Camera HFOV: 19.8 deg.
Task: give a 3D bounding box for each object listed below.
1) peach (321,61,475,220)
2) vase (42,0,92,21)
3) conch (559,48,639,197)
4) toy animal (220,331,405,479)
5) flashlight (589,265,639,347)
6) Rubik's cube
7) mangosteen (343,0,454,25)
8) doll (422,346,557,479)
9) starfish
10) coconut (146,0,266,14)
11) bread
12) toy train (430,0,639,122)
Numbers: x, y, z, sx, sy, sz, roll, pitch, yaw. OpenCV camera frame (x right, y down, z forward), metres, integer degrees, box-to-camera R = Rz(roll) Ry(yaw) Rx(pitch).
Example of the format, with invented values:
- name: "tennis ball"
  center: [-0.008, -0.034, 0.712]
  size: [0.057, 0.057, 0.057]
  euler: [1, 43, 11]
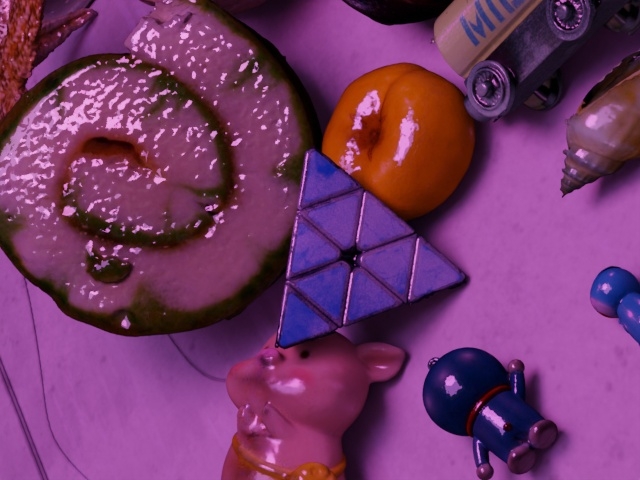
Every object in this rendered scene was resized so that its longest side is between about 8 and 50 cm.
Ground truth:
- name: "peach"
  center: [0.080, -0.102, 1.931]
  size: [0.179, 0.103, 0.179]
  euler: [-20, 59, 37]
- name: "vase"
  center: [-0.438, -0.430, 2.407]
  size: [0.245, 0.291, 0.245]
  euler: [-15, 66, 37]
- name: "conch"
  center: [0.291, -0.126, 1.761]
  size: [0.201, 0.079, 0.095]
  euler: [-49, 32, -5]
- name: "toy animal"
  center: [-0.027, 0.207, 1.892]
  size: [0.165, 0.149, 0.248]
  euler: [9, 74, 31]
- name: "flashlight"
  center: [0.300, 0.071, 1.698]
  size: [0.129, 0.051, 0.051]
  euler: [43, 105, 41]
- name: "Rubik's cube"
  center: [0.000, 0.000, 1.867]
  size: [0.211, 0.190, 0.178]
  euler: [-2, 115, 41]
- name: "mangosteen"
  center: [0.091, -0.339, 1.948]
  size: [0.216, 0.216, 0.216]
  euler: [-17, 64, 38]
- name: "doll"
  center: [0.157, 0.160, 1.780]
  size: [0.152, 0.085, 0.114]
  euler: [38, 87, 33]
- name: "starfish"
  center: [-0.339, -0.231, 2.232]
  size: [0.398, 0.132, 0.384]
  euler: [-101, 19, -61]
- name: "coconut"
  center: [-0.135, -0.406, 2.127]
  size: [0.329, 0.329, 0.329]
  euler: [-17, 64, 38]
- name: "bread"
  center: [-0.180, -0.087, 2.014]
  size: [0.366, 0.129, 0.382]
  euler: [9, 94, 6]
- name: "toy train"
  center: [0.207, -0.230, 1.808]
  size: [0.253, 0.105, 0.157]
  euler: [-45, 67, 46]
